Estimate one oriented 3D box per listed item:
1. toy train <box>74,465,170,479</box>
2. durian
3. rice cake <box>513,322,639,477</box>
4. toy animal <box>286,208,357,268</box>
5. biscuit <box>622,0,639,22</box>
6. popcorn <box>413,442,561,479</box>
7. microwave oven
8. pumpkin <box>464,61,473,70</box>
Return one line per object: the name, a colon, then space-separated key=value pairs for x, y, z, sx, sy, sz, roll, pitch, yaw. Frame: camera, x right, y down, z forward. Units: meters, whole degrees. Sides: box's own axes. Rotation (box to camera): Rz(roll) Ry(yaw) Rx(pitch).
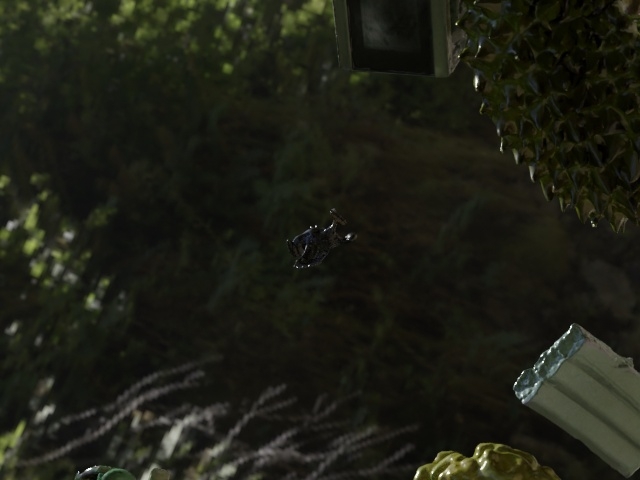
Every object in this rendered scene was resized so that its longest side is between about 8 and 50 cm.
toy train: x=-0.132 y=0.233 z=0.901 sx=0.194 sy=0.125 sz=0.081 roll=111 pitch=172 yaw=-47
durian: x=0.236 y=-0.141 z=1.069 sx=0.157 sy=0.355 sz=0.169 roll=-20 pitch=28 yaw=33
rice cake: x=0.353 y=0.202 z=1.539 sx=0.127 sy=0.237 sz=0.043 roll=-47 pitch=31 yaw=7
toy animal: x=0.000 y=0.000 z=1.996 sx=0.108 sy=0.062 sz=0.220 roll=-34 pitch=10 yaw=12
biscuit: x=0.424 y=-0.335 z=1.308 sx=0.183 sy=0.047 sz=0.320 roll=-11 pitch=-39 yaw=-41
popcorn: x=0.220 y=0.359 z=1.511 sx=0.181 sy=0.235 sz=0.217 roll=-57 pitch=-32 yaw=-21
microwave oven: x=0.089 y=-0.277 z=1.162 sx=0.163 sy=0.129 sz=0.205 roll=-55 pitch=-34 yaw=-48
pumpkin: x=0.274 y=-0.263 z=1.562 sx=0.159 sy=0.238 sz=0.238 roll=-51 pitch=-9 yaw=-3
